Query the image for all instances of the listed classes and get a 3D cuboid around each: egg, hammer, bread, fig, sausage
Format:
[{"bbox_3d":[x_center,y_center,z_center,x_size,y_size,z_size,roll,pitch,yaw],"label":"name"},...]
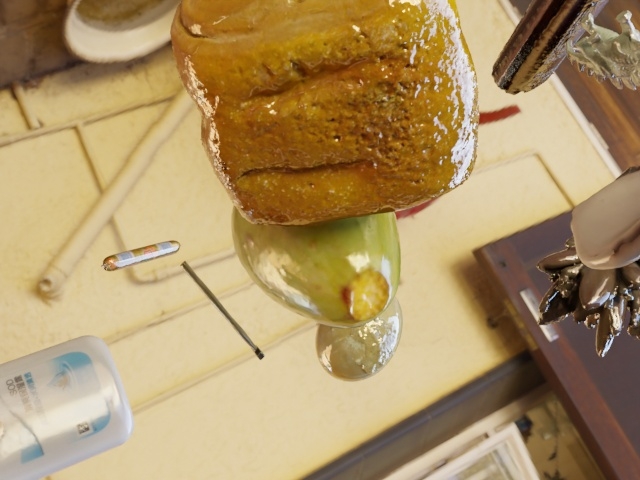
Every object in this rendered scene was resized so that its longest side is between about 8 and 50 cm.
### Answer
[{"bbox_3d":[0.076,0.175,1.369,0.202,0.164,0.164,-56,177,-23],"label":"egg"},{"bbox_3d":[-0.158,0.111,1.149,0.013,0.199,0.062,-40,-167,-9],"label":"hammer"},{"bbox_3d":[0.016,-0.161,0.829,0.327,0.148,0.337,-4,131,13],"label":"bread"},{"bbox_3d":[0.000,0.000,1.090,0.257,0.326,0.258,-12,131,-14],"label":"fig"},{"bbox_3d":[-0.158,0.013,0.641,0.015,0.015,0.100,-36,171,29],"label":"sausage"}]

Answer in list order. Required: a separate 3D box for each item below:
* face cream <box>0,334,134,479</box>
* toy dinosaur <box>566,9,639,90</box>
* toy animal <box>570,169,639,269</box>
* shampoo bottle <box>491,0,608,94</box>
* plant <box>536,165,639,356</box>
[{"bbox_3d":[-0.426,0.247,0.932,0.336,0.163,0.080,-18,166,-24],"label":"face cream"},{"bbox_3d":[0.283,-0.184,0.708,0.039,0.082,0.209,-48,-166,11],"label":"toy dinosaur"},{"bbox_3d":[0.195,-0.015,0.242,0.179,0.127,0.193,-50,-176,4],"label":"toy animal"},{"bbox_3d":[0.324,-0.313,0.934,0.129,0.084,0.323,-38,170,-14],"label":"shampoo bottle"},{"bbox_3d":[0.489,0.025,1.166,0.321,0.194,0.181,-52,-157,-18],"label":"plant"}]
